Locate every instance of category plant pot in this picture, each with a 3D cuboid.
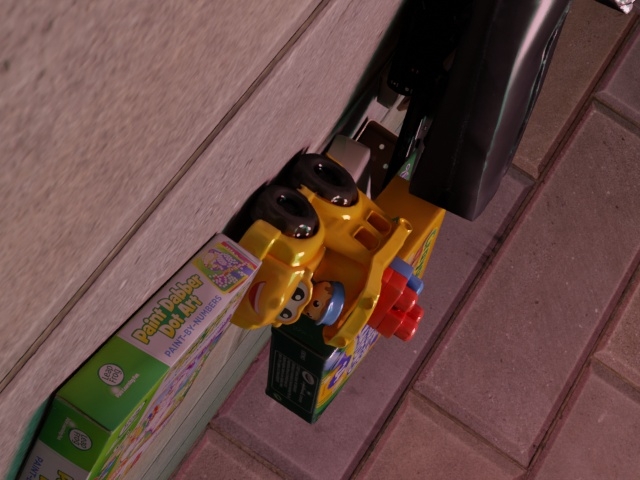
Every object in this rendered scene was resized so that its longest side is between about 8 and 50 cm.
[{"bbox_3d":[0.089,-0.121,1.439,0.109,0.109,0.096,-56,-172,9],"label":"plant pot"}]

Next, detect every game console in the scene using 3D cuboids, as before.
[{"bbox_3d":[0.129,-0.196,1.175,0.213,0.044,0.361,-49,161,-44],"label":"game console"}]

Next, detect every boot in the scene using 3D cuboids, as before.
[{"bbox_3d":[0.265,-0.281,1.086,0.367,0.146,0.445,-38,148,-38],"label":"boot"}]

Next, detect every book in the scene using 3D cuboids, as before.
[{"bbox_3d":[0.115,-0.238,1.255,0.096,0.035,0.144,-58,177,-4],"label":"book"}]

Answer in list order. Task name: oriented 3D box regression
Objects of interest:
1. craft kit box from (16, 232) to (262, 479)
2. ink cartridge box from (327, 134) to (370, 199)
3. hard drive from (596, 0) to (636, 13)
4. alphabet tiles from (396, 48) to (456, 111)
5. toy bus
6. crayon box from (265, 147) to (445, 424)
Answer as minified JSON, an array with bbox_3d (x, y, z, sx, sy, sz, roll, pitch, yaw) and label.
[{"bbox_3d":[-0.169,0.144,0.804,0.246,0.061,0.250,-61,174,37],"label":"craft kit box"},{"bbox_3d":[0.000,0.000,1.210,0.224,0.056,0.181,-61,167,-19],"label":"ink cartridge box"},{"bbox_3d":[0.289,-0.390,0.772,0.237,0.064,0.339,22,105,-45],"label":"hard drive"},{"bbox_3d":[0.252,-0.332,1.389,0.342,0.011,0.285,-54,-158,-17],"label":"alphabet tiles"},{"bbox_3d":[0.012,0.038,0.964,0.149,0.211,0.220,-56,175,31],"label":"toy bus"},{"bbox_3d":[0.058,0.059,1.189,0.323,0.083,0.203,-51,165,-29],"label":"crayon box"}]
